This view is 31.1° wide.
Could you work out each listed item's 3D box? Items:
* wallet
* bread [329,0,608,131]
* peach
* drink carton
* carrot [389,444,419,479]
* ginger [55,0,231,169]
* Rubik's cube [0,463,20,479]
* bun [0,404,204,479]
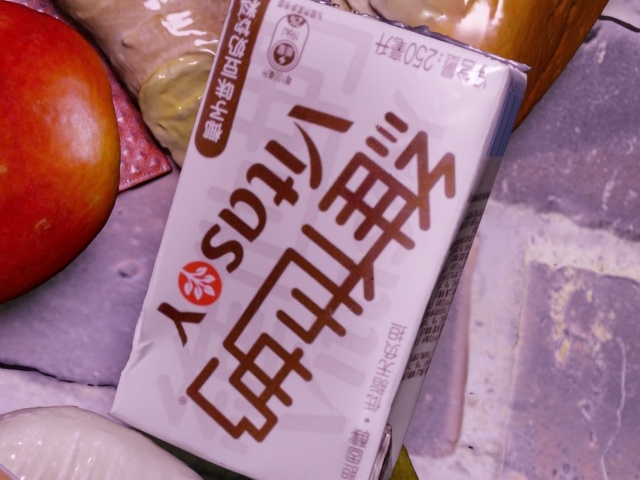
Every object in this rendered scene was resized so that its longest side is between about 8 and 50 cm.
[{"bbox_3d":[-0.206,-0.123,0.923,0.103,0.020,0.196,-28,86,-25],"label":"wallet"},{"bbox_3d":[0.167,-0.246,0.990,0.183,0.236,0.388,37,74,10],"label":"bread"},{"bbox_3d":[-0.253,-0.054,0.771,0.243,0.243,0.199,-25,71,-24],"label":"peach"},{"bbox_3d":[0.000,-0.001,0.797,0.194,0.132,0.324,20,100,15],"label":"drink carton"},{"bbox_3d":[0.050,0.212,0.900,0.074,0.074,0.358,-23,86,-23],"label":"carrot"},{"bbox_3d":[-0.131,-0.188,0.909,0.354,0.126,0.190,57,32,-6],"label":"ginger"},{"bbox_3d":[-0.370,0.161,0.578,0.291,0.290,0.291,-60,140,-24],"label":"Rubik's cube"},{"bbox_3d":[-0.175,0.250,0.761,0.273,0.168,0.272,6,62,-12],"label":"bun"}]
